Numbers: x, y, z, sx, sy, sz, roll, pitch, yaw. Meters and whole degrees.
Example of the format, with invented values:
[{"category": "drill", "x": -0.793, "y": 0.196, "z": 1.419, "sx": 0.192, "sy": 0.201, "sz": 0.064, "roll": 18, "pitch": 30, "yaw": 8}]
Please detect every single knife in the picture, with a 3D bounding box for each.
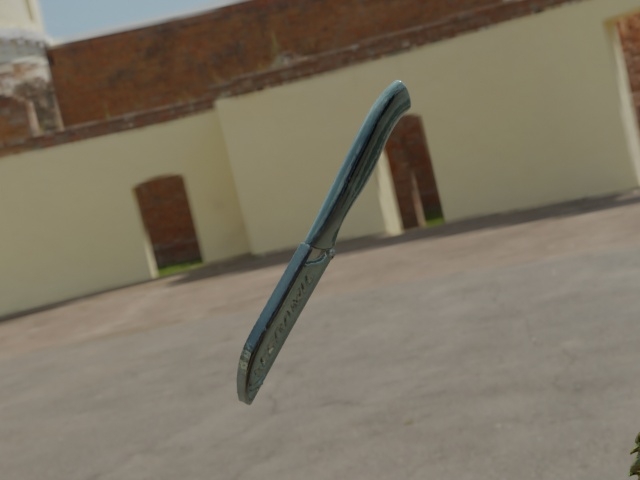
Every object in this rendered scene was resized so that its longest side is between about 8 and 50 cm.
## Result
[{"category": "knife", "x": 0.000, "y": 0.000, "z": 0.620, "sx": 0.015, "sy": 0.210, "sz": 0.028, "roll": 26, "pitch": -5, "yaw": 28}]

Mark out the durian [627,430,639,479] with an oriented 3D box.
[{"category": "durian", "x": 0.429, "y": 0.187, "z": 1.065, "sx": 0.169, "sy": 0.158, "sz": 0.352, "roll": -23, "pitch": -36, "yaw": -45}]
